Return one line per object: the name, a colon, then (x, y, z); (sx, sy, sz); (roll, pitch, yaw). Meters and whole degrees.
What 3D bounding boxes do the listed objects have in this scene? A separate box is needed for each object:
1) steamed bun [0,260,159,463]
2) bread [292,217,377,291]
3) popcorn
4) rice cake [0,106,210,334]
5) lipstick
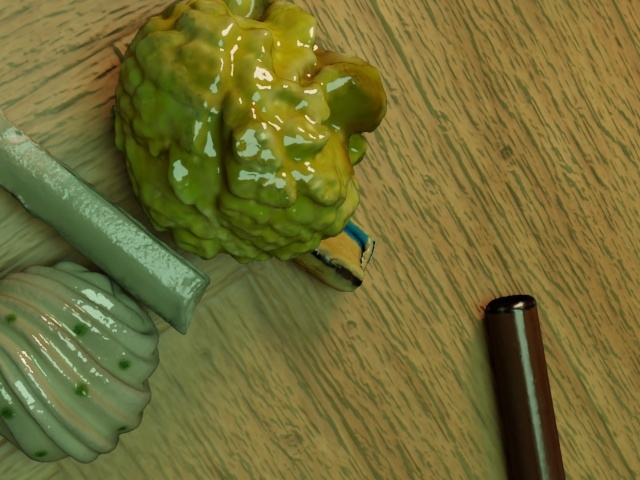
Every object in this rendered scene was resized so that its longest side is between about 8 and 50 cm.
steamed bun: (-0.222, 0.106, 1.178); (0.183, 0.106, 0.183); (-2, 95, -24)
bread: (0.000, 0.000, 1.299); (0.106, 0.053, 0.072); (38, 54, -23)
popcorn: (-0.064, -0.114, 1.190); (0.237, 0.206, 0.251); (14, 66, -3)
rice cake: (-0.203, -0.017, 1.179); (0.256, 0.052, 0.057); (39, 73, -5)
lipstick: (0.224, 0.233, 1.403); (0.057, 0.057, 0.357); (-13, 96, -22)
